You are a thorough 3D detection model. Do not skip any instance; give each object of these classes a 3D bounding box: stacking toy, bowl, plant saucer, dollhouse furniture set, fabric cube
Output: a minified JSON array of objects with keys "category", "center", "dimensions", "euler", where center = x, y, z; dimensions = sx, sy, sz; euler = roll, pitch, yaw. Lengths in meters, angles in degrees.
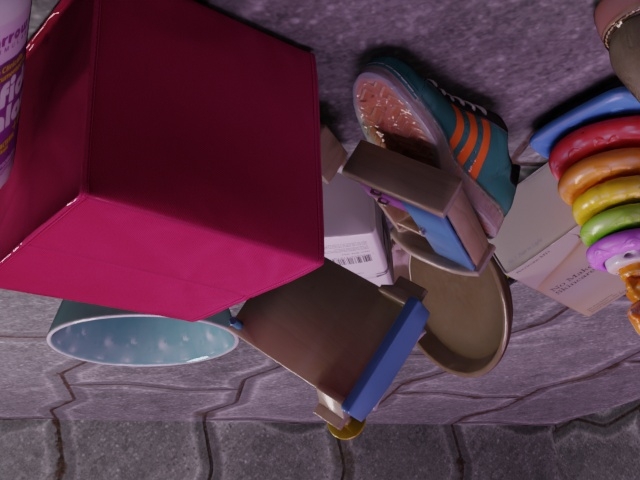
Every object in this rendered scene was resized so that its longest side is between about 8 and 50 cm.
[{"category":"stacking toy","center":[0.379,-0.019,0.999],"dimensions":[0.175,0.301,0.166],"euler":[11,154,-32]},{"category":"bowl","center":[-0.295,0.098,1.380],"dimensions":[0.312,0.163,0.311],"euler":[-3,158,-1]},{"category":"plant saucer","center":[0.207,0.081,1.295],"dimensions":[0.041,0.277,0.278],"euler":[-18,167,-29]},{"category":"dollhouse furniture set","center":[0.020,0.054,0.981],"dimensions":[0.287,0.303,0.198],"euler":[26,168,31]},{"category":"fabric cube","center":[-0.177,-0.079,0.847],"dimensions":[0.258,0.254,0.259],"euler":[15,152,-38]}]

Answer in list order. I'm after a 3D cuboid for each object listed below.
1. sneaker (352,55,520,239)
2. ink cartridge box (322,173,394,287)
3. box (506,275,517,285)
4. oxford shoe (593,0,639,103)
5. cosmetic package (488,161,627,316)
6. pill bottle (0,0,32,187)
[{"category":"sneaker","center":[0.149,-0.130,0.984],"dimensions":[0.108,0.121,0.302],"euler":[11,154,45]},{"category":"ink cartridge box","center":[0.000,0.000,1.241],"dimensions":[0.199,0.114,0.273],"euler":[-6,157,8]},{"category":"box","center":[0.292,0.061,1.429],"dimensions":[0.191,0.045,0.184],"euler":[-27,162,-11]},{"category":"oxford shoe","center":[0.458,-0.156,0.879],"dimensions":[0.397,0.146,0.140],"euler":[8,155,-25]},{"category":"cosmetic package","center":[0.392,0.005,1.259],"dimensions":[0.160,0.113,0.310],"euler":[-40,144,24]},{"category":"pill bottle","center":[-0.323,-0.171,0.655],"dimensions":[0.169,0.169,0.301],"euler":[6,138,-21]}]
